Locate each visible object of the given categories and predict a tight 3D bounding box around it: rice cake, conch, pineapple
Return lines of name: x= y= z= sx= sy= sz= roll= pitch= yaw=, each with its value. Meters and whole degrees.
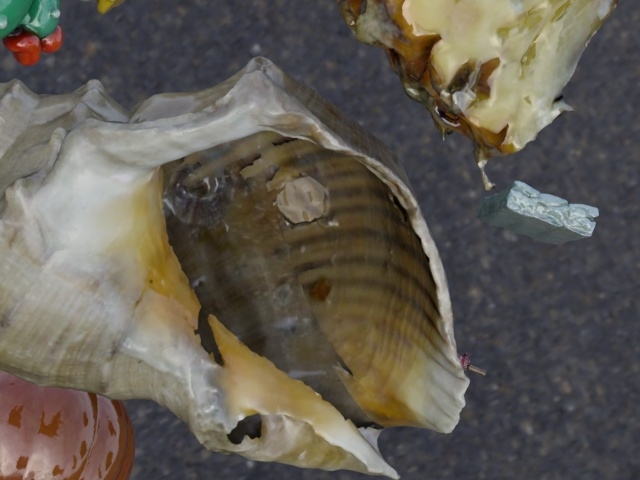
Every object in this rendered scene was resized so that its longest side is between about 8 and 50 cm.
rice cake: x=0.265 y=-0.030 z=1.865 sx=0.124 sy=0.211 sz=0.038 roll=19 pitch=85 yaw=1
conch: x=-0.054 y=-0.003 z=0.818 sx=0.324 sy=0.263 sz=0.186 roll=29 pitch=50 yaw=-26
pineapple: x=0.050 y=-0.237 z=0.794 sx=0.209 sy=0.286 sz=0.344 roll=28 pitch=91 yaw=-26

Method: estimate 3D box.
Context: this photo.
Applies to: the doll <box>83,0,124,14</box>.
doll: x=-0.348 y=-0.405 z=1.800 sx=0.314 sy=0.141 sz=0.177 roll=46 pitch=24 yaw=-5

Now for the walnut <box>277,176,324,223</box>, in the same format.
walnut: x=0.000 y=0.000 z=1.641 sx=0.225 sy=0.225 sz=0.261 roll=-6 pitch=59 yaw=-40

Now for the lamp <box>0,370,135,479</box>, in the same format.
lamp: x=-0.275 y=0.179 z=1.325 sx=0.223 sy=0.223 sz=0.196 roll=22 pitch=63 yaw=-29

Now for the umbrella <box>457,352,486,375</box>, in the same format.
umbrella: x=0.146 y=0.146 z=2.007 sx=0.165 sy=0.025 sz=0.027 roll=20 pitch=66 yaw=12

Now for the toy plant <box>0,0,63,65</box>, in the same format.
toy plant: x=-0.301 y=-0.349 z=1.524 sx=0.185 sy=0.279 sz=0.400 roll=33 pitch=75 yaw=-1
